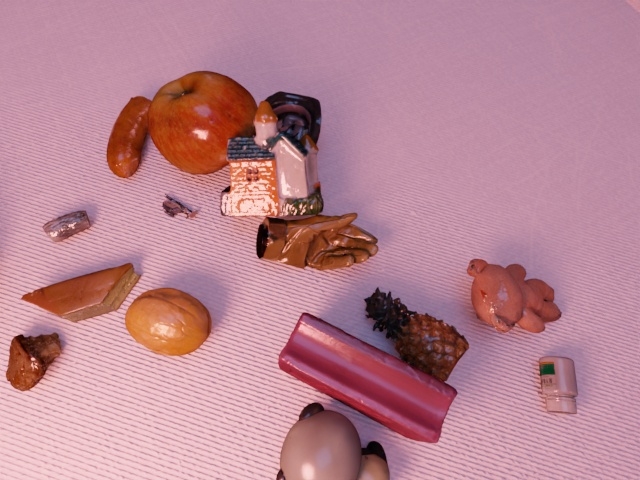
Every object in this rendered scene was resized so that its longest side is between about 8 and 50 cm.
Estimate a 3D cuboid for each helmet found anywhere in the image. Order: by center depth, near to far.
[{"bbox_3d":[-0.099,-0.322,1.230,0.198,0.154,0.254,12,49,4],"label":"helmet"}]

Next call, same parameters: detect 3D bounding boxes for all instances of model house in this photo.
[{"bbox_3d":[-0.128,-0.213,1.069,0.271,0.190,0.301,0,109,4],"label":"model house"}]

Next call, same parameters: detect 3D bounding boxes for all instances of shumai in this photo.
[{"bbox_3d":[-0.675,0.284,0.945,0.105,0.139,0.123,7,93,-34],"label":"shumai"}]

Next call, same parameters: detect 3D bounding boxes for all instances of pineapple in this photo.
[{"bbox_3d":[0.224,0.220,1.011,0.278,0.158,0.158,41,69,17],"label":"pineapple"}]

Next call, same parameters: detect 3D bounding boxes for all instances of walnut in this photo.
[{"bbox_3d":[-0.365,0.195,0.968,0.206,0.159,0.159,15,65,1],"label":"walnut"}]

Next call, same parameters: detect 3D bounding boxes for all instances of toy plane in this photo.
[{"bbox_3d":[-0.415,-0.092,1.164,0.120,0.031,0.049,27,58,11],"label":"toy plane"}]

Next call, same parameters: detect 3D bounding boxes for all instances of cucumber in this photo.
[{"bbox_3d":[-0.691,-0.042,1.101,0.111,0.064,0.064,-30,71,-18],"label":"cucumber"}]

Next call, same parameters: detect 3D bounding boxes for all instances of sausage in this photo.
[{"bbox_3d":[-0.575,-0.314,1.213,0.108,0.109,0.271,6,65,-2],"label":"sausage"}]

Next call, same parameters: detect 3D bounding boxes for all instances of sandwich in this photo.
[{"bbox_3d":[-0.587,0.143,1.008,0.257,0.094,0.096,-18,67,-13],"label":"sandwich"}]

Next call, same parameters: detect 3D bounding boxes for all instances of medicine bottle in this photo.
[{"bbox_3d":[0.598,0.363,1.008,0.080,0.080,0.131,9,65,0],"label":"medicine bottle"}]

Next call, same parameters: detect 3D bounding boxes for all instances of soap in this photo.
[{"bbox_3d":[0.089,0.310,0.910,0.359,0.233,0.128,26,68,7],"label":"soap"}]

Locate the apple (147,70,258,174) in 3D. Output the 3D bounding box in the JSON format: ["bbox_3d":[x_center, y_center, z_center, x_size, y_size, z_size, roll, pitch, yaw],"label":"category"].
[{"bbox_3d":[-0.336,-0.337,1.126,0.309,0.250,0.278,-36,35,19],"label":"apple"}]

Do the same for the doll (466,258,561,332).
[{"bbox_3d":[0.512,0.167,1.081,0.303,0.156,0.201,14,52,-30],"label":"doll"}]

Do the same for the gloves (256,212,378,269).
[{"bbox_3d":[-0.006,0.002,1.090,0.330,0.141,0.154,3,77,-13],"label":"gloves"}]

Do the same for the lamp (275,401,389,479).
[{"bbox_3d":[0.030,0.481,0.867,0.243,0.197,0.198,30,65,-16],"label":"lamp"}]
